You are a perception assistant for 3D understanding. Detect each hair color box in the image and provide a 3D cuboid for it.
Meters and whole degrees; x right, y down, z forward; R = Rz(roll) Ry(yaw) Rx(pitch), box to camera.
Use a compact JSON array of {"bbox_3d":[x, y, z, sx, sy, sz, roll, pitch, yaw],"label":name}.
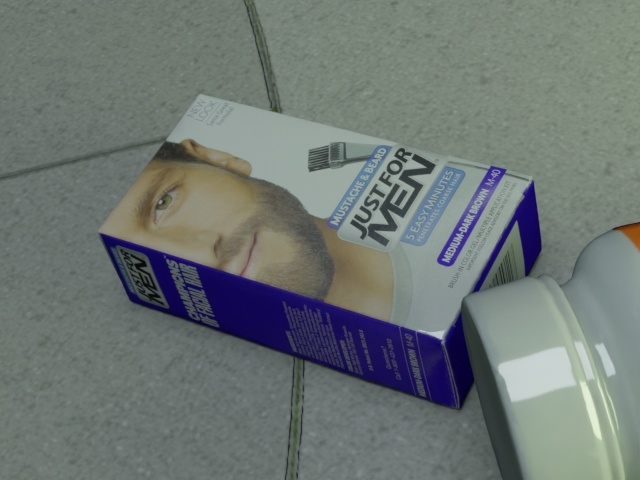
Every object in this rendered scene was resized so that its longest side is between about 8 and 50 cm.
[{"bbox_3d":[0.000,0.000,1.197,0.339,0.110,0.185,15,55,27],"label":"hair color box"}]

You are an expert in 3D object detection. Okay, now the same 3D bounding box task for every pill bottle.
[{"bbox_3d":[0.312,0.078,0.974,0.392,0.224,0.224,-15,48,-1],"label":"pill bottle"}]
